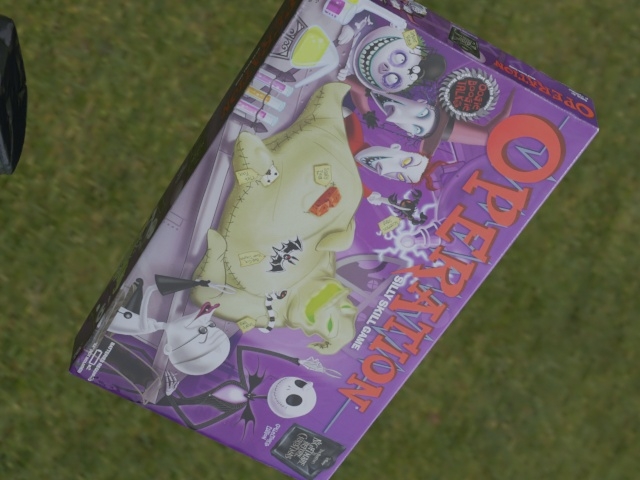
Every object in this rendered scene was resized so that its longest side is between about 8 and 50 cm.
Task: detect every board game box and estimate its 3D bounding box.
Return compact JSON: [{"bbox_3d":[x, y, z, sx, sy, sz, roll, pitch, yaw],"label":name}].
[{"bbox_3d":[0.000,0.000,1.110,0.208,0.056,0.347,24,119,-18],"label":"board game box"}]

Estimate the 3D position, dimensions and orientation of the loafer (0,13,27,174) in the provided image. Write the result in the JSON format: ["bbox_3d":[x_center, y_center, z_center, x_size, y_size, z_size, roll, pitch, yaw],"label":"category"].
[{"bbox_3d":[-0.146,-0.088,0.584,0.061,0.062,0.170,1,134,2],"label":"loafer"}]
